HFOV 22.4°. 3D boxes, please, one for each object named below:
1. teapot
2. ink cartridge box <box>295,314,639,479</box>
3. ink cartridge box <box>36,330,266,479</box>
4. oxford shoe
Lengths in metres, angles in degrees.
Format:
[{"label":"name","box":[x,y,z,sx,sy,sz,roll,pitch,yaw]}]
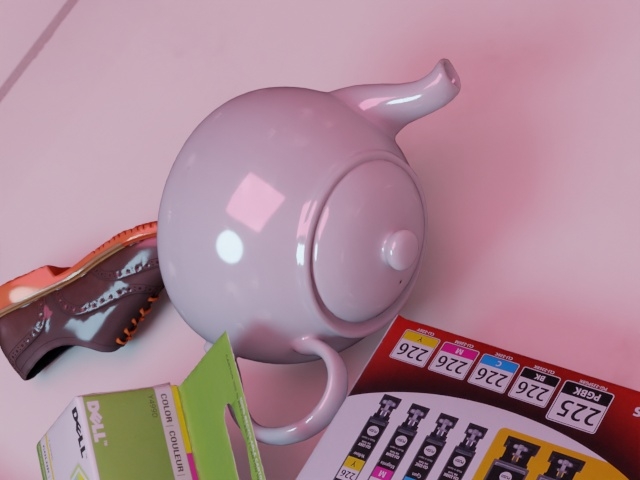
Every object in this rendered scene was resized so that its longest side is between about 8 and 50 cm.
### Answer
[{"label":"teapot","box":[0.000,0.000,1.339,0.187,0.256,0.252,15,34,41]},{"label":"ink cartridge box","box":[0.140,0.233,1.215,0.309,0.130,0.272,16,56,27]},{"label":"ink cartridge box","box":[-0.137,0.204,1.309,0.097,0.255,0.189,-4,67,-27]},{"label":"oxford shoe","box":[-0.180,0.048,1.505,0.271,0.097,0.098,-23,83,18]}]
